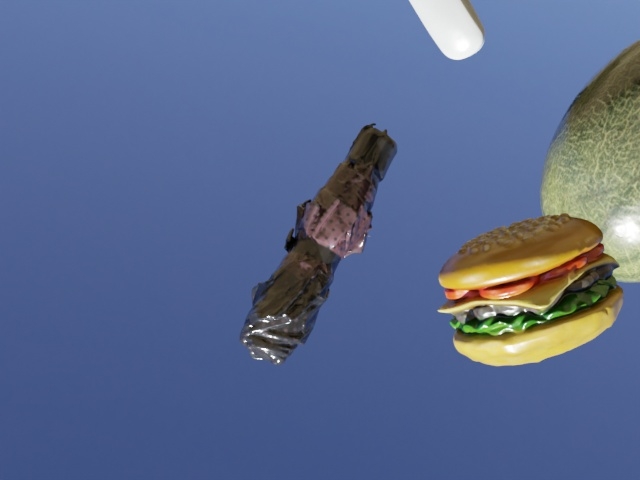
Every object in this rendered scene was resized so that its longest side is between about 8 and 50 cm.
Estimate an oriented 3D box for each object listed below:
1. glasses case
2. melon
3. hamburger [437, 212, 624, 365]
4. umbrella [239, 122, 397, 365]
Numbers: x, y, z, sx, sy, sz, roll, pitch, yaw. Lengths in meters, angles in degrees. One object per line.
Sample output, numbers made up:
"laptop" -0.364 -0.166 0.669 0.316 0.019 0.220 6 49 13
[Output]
"glasses case" 0.183 -0.371 1.846 0.197 0.076 0.049 57 -148 -8
"melon" 0.381 -0.092 1.316 0.237 0.301 0.237 40 -176 -3
"hamburger" 0.181 0.043 1.040 0.162 0.115 0.162 -19 -175 2
"umbrella" 0.000 0.000 1.457 0.094 0.090 0.326 23 -108 16
